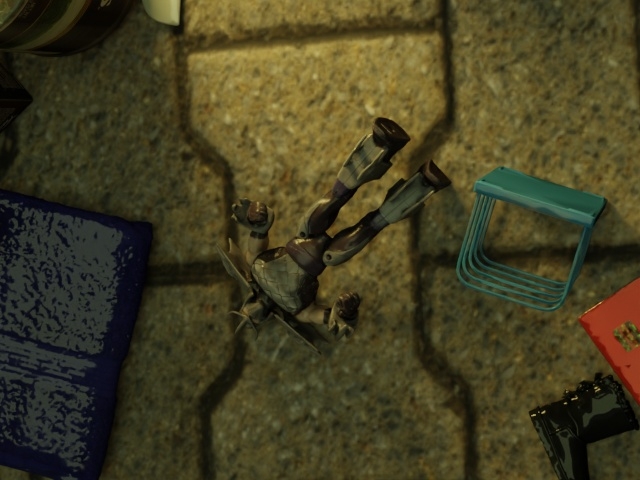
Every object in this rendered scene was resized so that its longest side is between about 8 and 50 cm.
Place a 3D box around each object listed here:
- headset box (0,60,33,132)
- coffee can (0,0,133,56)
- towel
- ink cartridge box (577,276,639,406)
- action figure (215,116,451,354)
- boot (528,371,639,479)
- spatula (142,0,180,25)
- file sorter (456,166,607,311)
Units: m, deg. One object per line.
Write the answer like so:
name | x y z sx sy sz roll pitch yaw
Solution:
headset box | -0.458 -0.192 1.704 0.110 0.293 0.218 -42 85 12
coffee can | -0.323 -0.289 1.656 0.201 0.275 0.202 1 96 13
towel | -0.319 0.103 1.813 0.227 0.076 0.308 14 97 4
ink cartridge box | 0.431 0.122 1.646 0.239 0.060 0.275 -36 86 12
action figure | 0.000 0.000 1.717 0.185 0.099 0.285 43 106 -3
boot | 0.282 0.204 1.695 0.099 0.045 0.121 -26 87 11
spatula | -0.229 -0.359 1.780 0.168 0.019 0.242 4 95 13
file sorter | 0.209 -0.003 1.632 0.118 0.170 0.104 18 102 11
